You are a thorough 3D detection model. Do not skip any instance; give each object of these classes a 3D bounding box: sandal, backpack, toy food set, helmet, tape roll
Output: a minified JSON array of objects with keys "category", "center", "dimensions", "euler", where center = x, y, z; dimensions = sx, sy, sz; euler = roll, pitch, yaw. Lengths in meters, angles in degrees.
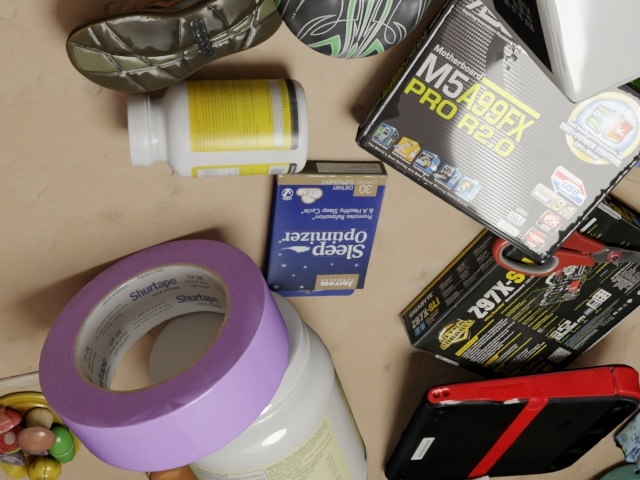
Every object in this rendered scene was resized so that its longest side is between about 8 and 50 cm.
[{"category":"sandal","center":[-0.144,-0.215,0.784],"dimensions":[0.219,0.060,0.090],"euler":[-25,138,-11]},{"category":"backpack","center":[0.609,0.356,1.411],"dimensions":[0.105,0.084,0.114],"euler":[9,124,-22]},{"category":"toy food set","center":[-0.420,0.289,1.124],"dimensions":[0.128,0.071,0.217],"euler":[-6,130,-8]},{"category":"helmet","center":[0.030,-0.252,0.719],"dimensions":[0.170,0.161,0.169],"euler":[-7,130,-8]},{"category":"tape roll","center":[-0.179,0.124,0.909],"dimensions":[0.275,0.274,0.090],"euler":[-19,131,3]}]

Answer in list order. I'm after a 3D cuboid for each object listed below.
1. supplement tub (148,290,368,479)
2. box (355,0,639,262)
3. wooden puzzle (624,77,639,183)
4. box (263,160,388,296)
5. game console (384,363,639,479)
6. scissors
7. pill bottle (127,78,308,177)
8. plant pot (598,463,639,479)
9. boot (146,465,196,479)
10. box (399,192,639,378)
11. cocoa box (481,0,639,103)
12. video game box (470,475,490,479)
[{"category":"supplement tub","center":[-0.077,0.243,1.058],"dimensions":[0.236,0.235,0.324],"euler":[-18,131,2]},{"category":"box","center":[0.207,-0.129,0.867],"dimensions":[0.270,0.060,0.216],"euler":[32,117,-9]},{"category":"wooden puzzle","center":[0.492,-0.184,0.937],"dimensions":[0.348,0.080,0.322],"euler":[11,126,-21]},{"category":"box","center":[0.000,0.000,1.006],"dimensions":[0.137,0.036,0.225],"euler":[-1,130,-12]},{"category":"game console","center":[0.295,0.302,1.254],"dimensions":[0.342,0.060,0.386],"euler":[-1,146,-7]},{"category":"scissors","center":[0.360,0.023,1.020],"dimensions":[0.297,0.021,0.109],"euler":[16,121,-24]},{"category":"pill bottle","center":[-0.110,-0.120,0.836],"dimensions":[0.184,0.103,0.103],"euler":[-3,130,-11]},{"category":"plant pot","center":[0.631,0.564,1.470],"dimensions":[0.293,0.293,0.235],"euler":[-34,115,15]},{"category":"boot","center":[-0.172,0.409,1.228],"dimensions":[0.197,0.152,0.073],"euler":[1,129,-14]},{"category":"box","center":[0.314,0.068,1.108],"dimensions":[0.257,0.079,0.322],"euler":[26,120,-27]},{"category":"cocoa box","center":[0.203,-0.314,0.585],"dimensions":[0.228,0.347,0.231],"euler":[-24,130,6]},{"category":"video game box","center":[0.233,0.505,1.441],"dimensions":[0.187,0.048,0.205],"euler":[-21,146,2]}]
